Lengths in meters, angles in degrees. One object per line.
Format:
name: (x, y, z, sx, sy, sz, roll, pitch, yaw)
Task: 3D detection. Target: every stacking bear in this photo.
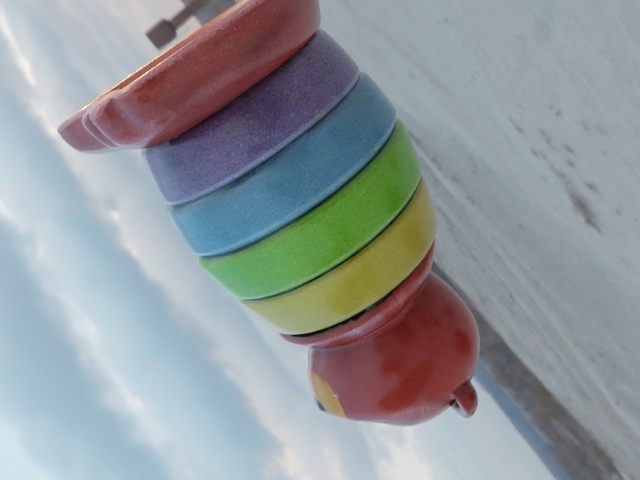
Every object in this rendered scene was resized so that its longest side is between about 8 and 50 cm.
stacking bear: (0.000, 0.000, 0.451, 0.289, 0.164, 0.175, 56, 161, -20)
